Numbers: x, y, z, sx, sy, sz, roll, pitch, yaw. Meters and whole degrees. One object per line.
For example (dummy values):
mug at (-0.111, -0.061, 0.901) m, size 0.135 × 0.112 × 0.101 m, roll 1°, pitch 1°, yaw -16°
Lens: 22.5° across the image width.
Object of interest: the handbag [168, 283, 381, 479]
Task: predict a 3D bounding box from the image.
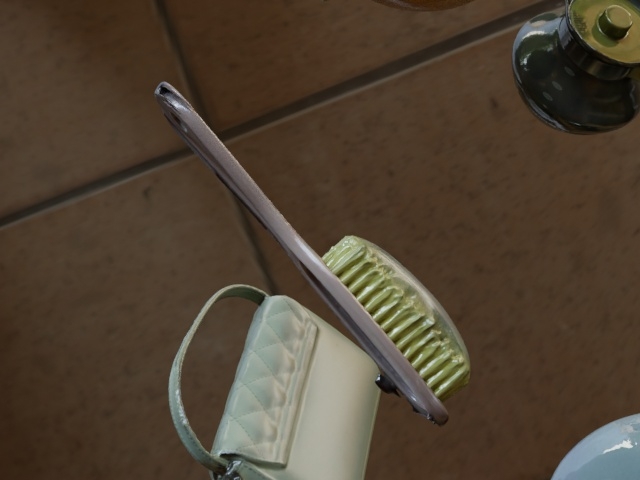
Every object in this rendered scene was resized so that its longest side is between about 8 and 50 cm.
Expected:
handbag at (-0.049, 0.154, 1.525) m, size 0.219 × 0.256 × 0.079 m, roll 40°, pitch 125°, yaw -18°

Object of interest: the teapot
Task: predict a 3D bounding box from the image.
teapot at (0.252, -0.151, 1.426) m, size 0.165 × 0.130 × 0.119 m, roll 36°, pitch 143°, yaw 4°

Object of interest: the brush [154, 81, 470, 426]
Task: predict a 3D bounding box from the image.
brush at (0.001, -0.001, 1.138) m, size 0.067 × 0.072 × 0.313 m, roll -42°, pitch 96°, yaw -13°

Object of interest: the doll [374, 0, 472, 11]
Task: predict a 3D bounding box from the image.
doll at (0.050, -0.279, 1.288) m, size 0.236 × 0.213 × 0.213 m, roll -8°, pitch 100°, yaw 29°

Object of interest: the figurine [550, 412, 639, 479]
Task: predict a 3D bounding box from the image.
figurine at (0.301, 0.262, 1.548) m, size 0.205 × 0.382 × 0.224 m, roll 42°, pitch 90°, yaw -2°
